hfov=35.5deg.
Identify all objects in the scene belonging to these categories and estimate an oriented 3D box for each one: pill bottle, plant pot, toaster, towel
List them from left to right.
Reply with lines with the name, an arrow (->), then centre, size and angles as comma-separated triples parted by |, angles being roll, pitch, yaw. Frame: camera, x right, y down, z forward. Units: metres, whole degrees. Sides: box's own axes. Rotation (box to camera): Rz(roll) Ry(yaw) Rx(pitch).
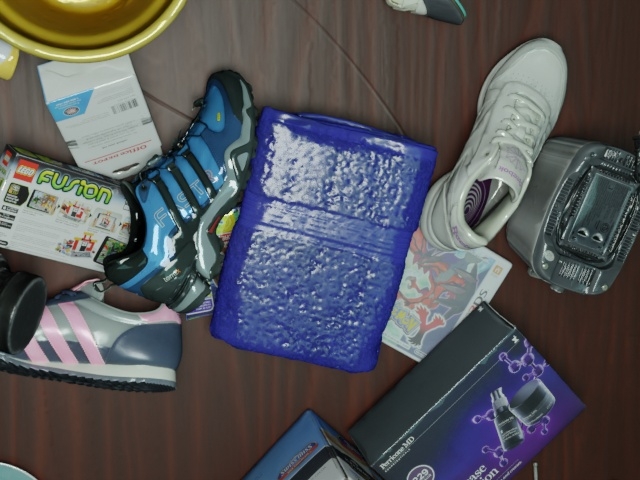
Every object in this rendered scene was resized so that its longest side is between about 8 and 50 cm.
pill bottle -> -0.432, 0.053, 1.135 | 0.219, 0.123, 0.123 | 18, 99, 5
plant pot -> -0.262, -0.323, 1.081 | 0.254, 0.239, 0.254 | -2, 103, -10
towel -> 0.000, 0.000, 1.259 | 0.227, 0.076, 0.308 | 14, 99, -7
toaster -> 0.335, -0.048, 1.309 | 0.129, 0.146, 0.227 | 18, 99, -15

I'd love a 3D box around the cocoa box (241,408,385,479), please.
cocoa box -> -0.033, 0.444, 1.299 | 0.231, 0.228, 0.347 | 43, 91, -17

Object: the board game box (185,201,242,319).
board game box -> -0.087, 0.017, 1.296 | 0.201, 0.035, 0.136 | -10, 104, -9

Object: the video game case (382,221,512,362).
video game case -> 0.133, 0.061, 1.356 | 0.201, 0.023, 0.183 | 30, 95, -16

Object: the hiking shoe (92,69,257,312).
hiking shoe -> -0.164, -0.071, 1.187 | 0.132, 0.113, 0.304 | 19, 78, -24

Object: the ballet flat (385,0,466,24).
ballet flat -> 0.094, -0.333, 1.240 | 0.074, 0.074, 0.203 | -40, 100, -1

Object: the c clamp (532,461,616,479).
c clamp -> 0.386, 0.392, 1.480 | 0.160, 0.022, 0.137 | 0, 102, -11

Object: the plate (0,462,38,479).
plate -> -0.437, 0.373, 1.309 | 0.188, 0.024, 0.188 | -2, 102, -11

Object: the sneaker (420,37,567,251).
sneaker -> 0.244, -0.115, 1.269 | 0.114, 0.152, 0.305 | 27, 88, -14

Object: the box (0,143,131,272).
box -> -0.296, -0.030, 1.195 | 0.207, 0.036, 0.114 | 19, 100, -42

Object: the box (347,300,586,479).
box -> 0.198, 0.242, 1.356 | 0.261, 0.103, 0.184 | -44, 113, 0

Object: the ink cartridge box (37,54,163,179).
ink cartridge box -> -0.255, -0.146, 1.185 | 0.104, 0.180, 0.060 | -20, 62, -7

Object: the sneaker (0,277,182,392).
sneaker -> -0.329, 0.106, 1.248 | 0.319, 0.112, 0.131 | 11, 73, -10

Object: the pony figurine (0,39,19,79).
pony figurine -> -0.524, -0.200, 1.064 | 0.363, 0.303, 0.351 | 12, 109, -29
